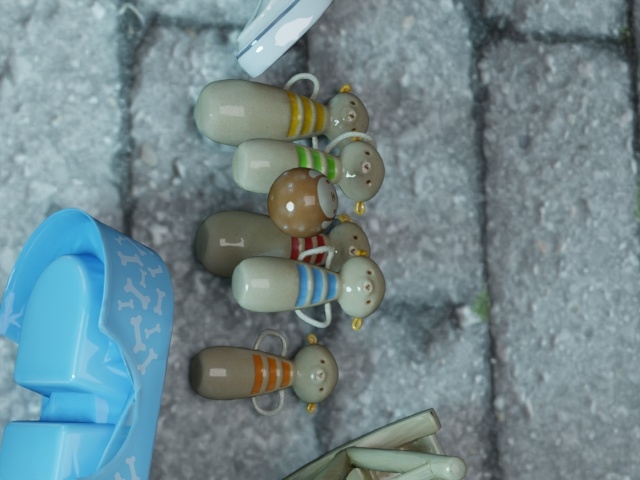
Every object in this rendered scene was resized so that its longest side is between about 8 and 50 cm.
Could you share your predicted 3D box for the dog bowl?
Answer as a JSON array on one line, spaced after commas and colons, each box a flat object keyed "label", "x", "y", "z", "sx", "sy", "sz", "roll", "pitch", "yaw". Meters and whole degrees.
[{"label": "dog bowl", "x": -0.186, "y": 0.128, "z": 1.460, "sx": 0.074, "sy": 0.166, "sz": 0.297, "roll": 16, "pitch": 78, "yaw": -34}]

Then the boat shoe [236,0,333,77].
[{"label": "boat shoe", "x": -0.013, "y": -0.248, "z": 1.618, "sx": 0.084, "sy": 0.095, "sz": 0.258, "roll": 38, "pitch": 60, "yaw": -12}]

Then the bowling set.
[{"label": "bowling set", "x": 0.000, "y": 0.000, "z": 1.537, "sx": 0.154, "sy": 0.200, "sz": 0.287, "roll": 3, "pitch": 87, "yaw": -25}]

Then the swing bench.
[{"label": "swing bench", "x": 0.071, "y": 0.293, "z": 1.521, "sx": 0.165, "sy": 0.255, "sz": 0.253, "roll": -23, "pitch": 93, "yaw": 0}]
